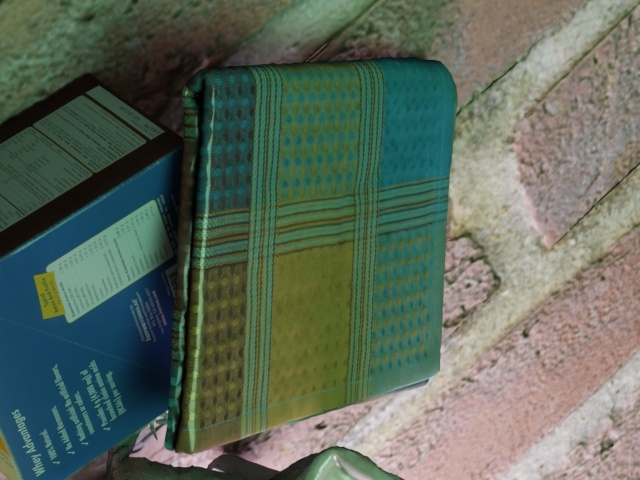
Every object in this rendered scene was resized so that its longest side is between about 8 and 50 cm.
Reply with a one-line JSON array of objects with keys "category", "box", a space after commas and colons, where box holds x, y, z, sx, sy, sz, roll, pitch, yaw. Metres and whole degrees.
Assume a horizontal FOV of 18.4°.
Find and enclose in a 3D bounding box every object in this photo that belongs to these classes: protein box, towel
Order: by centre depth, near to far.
[{"category": "protein box", "box": [-0.183, 0.032, 1.392, 0.201, 0.136, 0.200, -33, 132, -21]}, {"category": "towel", "box": [0.000, 0.000, 1.468, 0.370, 0.040, 0.271, -10, 105, -59]}]

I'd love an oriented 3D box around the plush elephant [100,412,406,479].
[{"category": "plush elephant", "box": [-0.053, 0.258, 1.538, 0.255, 0.272, 0.330, 9, 84, -16]}]
